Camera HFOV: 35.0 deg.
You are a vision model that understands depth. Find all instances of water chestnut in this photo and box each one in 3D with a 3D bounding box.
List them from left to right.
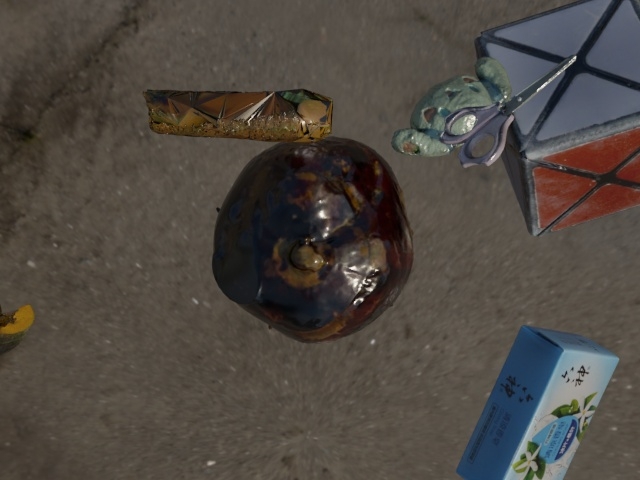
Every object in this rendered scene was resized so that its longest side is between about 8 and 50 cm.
[{"bbox_3d":[0.000,0.000,1.643,0.335,0.347,0.335,-2,85,23],"label":"water chestnut"}]

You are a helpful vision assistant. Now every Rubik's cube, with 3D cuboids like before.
[{"bbox_3d":[0.401,-0.196,1.564,0.255,0.259,0.260,-17,61,5],"label":"Rubik's cube"}]

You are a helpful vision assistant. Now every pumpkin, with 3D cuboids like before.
[{"bbox_3d":[-0.534,0.119,1.563,0.183,0.119,0.107,40,126,19],"label":"pumpkin"}]

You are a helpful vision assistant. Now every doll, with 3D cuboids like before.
[{"bbox_3d":[0.191,-0.182,1.433,0.214,0.071,0.103,-39,58,-19],"label":"doll"}]

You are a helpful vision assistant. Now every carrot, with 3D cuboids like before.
[{"bbox_3d":[-0.099,-0.153,1.228,0.229,0.069,0.069,1,79,-2],"label":"carrot"}]

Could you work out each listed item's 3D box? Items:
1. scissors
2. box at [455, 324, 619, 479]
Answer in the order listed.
[{"bbox_3d":[0.231,-0.163,1.219,0.189,0.015,0.100,-39,48,4],"label":"scissors"},{"bbox_3d":[0.296,0.239,1.386,0.083,0.143,0.232,35,106,45],"label":"box"}]
